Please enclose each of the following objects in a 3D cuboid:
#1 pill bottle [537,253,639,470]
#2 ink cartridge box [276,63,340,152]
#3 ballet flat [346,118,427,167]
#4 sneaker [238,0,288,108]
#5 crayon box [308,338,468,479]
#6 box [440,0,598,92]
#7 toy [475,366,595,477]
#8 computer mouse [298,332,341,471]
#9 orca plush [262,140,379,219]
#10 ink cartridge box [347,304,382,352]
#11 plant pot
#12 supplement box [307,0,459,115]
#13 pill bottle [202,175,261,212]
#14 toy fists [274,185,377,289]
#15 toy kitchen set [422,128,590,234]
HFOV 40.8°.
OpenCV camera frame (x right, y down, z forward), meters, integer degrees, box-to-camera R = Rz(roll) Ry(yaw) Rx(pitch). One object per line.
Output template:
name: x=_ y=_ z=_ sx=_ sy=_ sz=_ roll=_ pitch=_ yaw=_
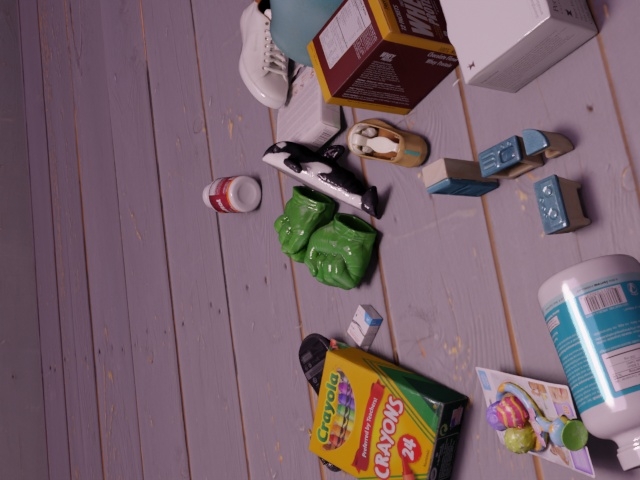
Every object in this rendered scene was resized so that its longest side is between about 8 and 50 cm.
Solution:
pill bottle: x=0.397 y=0.162 z=1.138 sx=0.146 sy=0.146 sz=0.264 roll=-39 pitch=58 yaw=45
ink cartridge box: x=-0.028 y=-0.283 z=1.829 sx=0.181 sy=0.056 sz=0.225 roll=-39 pitch=40 yaw=45
ballet flat: x=0.104 y=-0.188 z=1.610 sx=0.232 sy=0.073 sz=0.080 roll=19 pitch=103 yaw=52
sneaker: x=-0.113 y=-0.428 z=1.876 sx=0.123 sy=0.105 sz=0.290 roll=-41 pitch=51 yaw=44
crayon box: x=0.095 y=0.322 z=1.542 sx=0.318 sy=0.081 sz=0.202 roll=18 pitch=103 yaw=42
box: x=0.297 y=-0.354 z=1.322 sx=0.182 sy=0.119 sz=0.181 roll=-35 pitch=61 yaw=47
toy: x=0.295 y=0.269 z=1.264 sx=0.237 sy=0.056 sz=0.137 roll=-6 pitch=104 yaw=66
computer mouse: x=0.024 y=0.322 z=1.706 sx=0.184 sy=0.060 sz=0.262 roll=-49 pitch=63 yaw=35
orca plush: x=0.015 y=-0.149 z=1.693 sx=0.287 sy=0.151 sz=0.102 roll=27 pitch=86 yaw=45
ink cartridge box: x=0.082 y=0.171 z=1.656 sx=0.048 sy=0.028 sz=0.083 roll=48 pitch=125 yaw=44
plant pot: x=0.021 y=-0.470 z=1.602 sx=0.255 sy=0.271 sz=0.272 roll=114 pitch=140 yaw=-49
supplement box: x=0.118 y=-0.336 z=1.499 sx=0.194 sy=0.191 sz=0.129 roll=-42 pitch=56 yaw=44
pill bottle: x=-0.212 y=-0.107 z=2.019 sx=0.152 sy=0.086 sz=0.086 roll=1 pitch=89 yaw=54
toy fists: x=0.000 y=0.000 z=1.722 sx=0.279 sy=0.096 sz=0.142 roll=36 pitch=117 yaw=47
toy kitchen set: x=0.281 y=-0.067 z=1.324 sx=0.207 sy=0.122 sz=0.166 roll=-28 pitch=66 yaw=49
